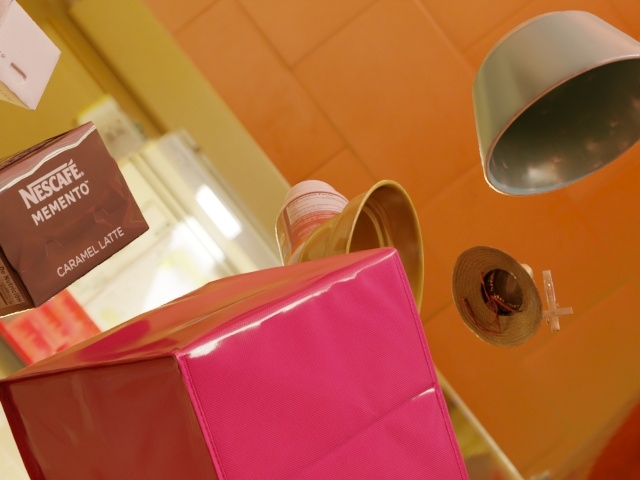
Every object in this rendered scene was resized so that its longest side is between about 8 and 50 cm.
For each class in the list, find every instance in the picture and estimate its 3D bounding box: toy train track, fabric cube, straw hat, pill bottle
[{"bbox_3d":[0.296,0.079,1.529,0.048,0.083,0.014,-9,-25,9],"label":"toy train track"},{"bbox_3d":[-0.066,0.176,1.007,0.254,0.259,0.258,-12,9,43],"label":"fabric cube"},{"bbox_3d":[0.233,0.059,1.487,0.061,0.144,0.144,-30,0,-39],"label":"straw hat"},{"bbox_3d":[0.000,0.000,1.695,0.121,0.121,0.216,-37,27,11],"label":"pill bottle"}]

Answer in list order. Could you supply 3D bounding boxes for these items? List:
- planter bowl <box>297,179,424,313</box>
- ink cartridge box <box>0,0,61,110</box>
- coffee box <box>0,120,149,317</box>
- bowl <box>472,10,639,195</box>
[{"bbox_3d":[0.034,0.041,1.316,0.090,0.217,0.217,2,28,27],"label":"planter bowl"},{"bbox_3d":[-0.397,-0.223,1.279,0.139,0.191,0.082,60,-130,-72],"label":"ink cartridge box"},{"bbox_3d":[-0.278,0.003,0.936,0.246,0.098,0.141,-15,17,35],"label":"coffee box"},{"bbox_3d":[0.353,-0.224,1.790,0.311,0.163,0.311,-19,-30,-11],"label":"bowl"}]
